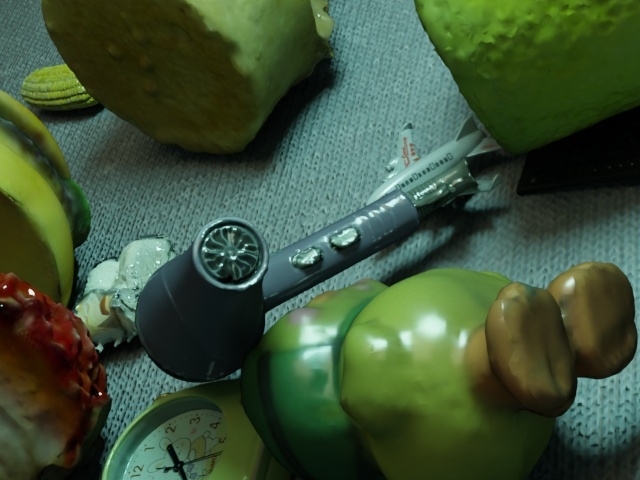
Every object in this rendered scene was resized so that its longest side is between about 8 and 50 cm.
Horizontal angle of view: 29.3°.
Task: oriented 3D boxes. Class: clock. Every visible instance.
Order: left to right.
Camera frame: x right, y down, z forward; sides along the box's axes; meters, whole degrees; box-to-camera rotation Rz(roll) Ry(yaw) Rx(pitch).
[{"bbox_3d":[-0.136,0.221,1.162,0.232,0.069,0.170,-11,45,30],"label":"clock"}]

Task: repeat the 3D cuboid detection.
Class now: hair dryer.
[{"bbox_3d":[0.000,0.000,1.129,0.361,0.121,0.301,-29,-9,-20],"label":"hair dryer"}]

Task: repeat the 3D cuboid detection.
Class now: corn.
[{"bbox_3d":[-0.371,-0.228,1.799,0.165,0.063,0.085,4,63,42],"label":"corn"}]

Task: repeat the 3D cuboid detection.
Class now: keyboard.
[{"bbox_3d":[0.358,-0.099,1.132,0.381,0.041,0.103,-3,49,35],"label":"keyboard"}]

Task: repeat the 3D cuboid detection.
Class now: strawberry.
[{"bbox_3d":[-0.363,0.114,1.239,0.265,0.336,0.149,-38,11,20],"label":"strawberry"}]

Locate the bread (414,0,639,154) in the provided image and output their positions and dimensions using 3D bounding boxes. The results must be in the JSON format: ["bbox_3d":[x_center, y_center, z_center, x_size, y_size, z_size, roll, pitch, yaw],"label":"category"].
[{"bbox_3d":[0.241,-0.267,1.163,0.308,0.348,0.348,-28,39,19],"label":"bread"}]

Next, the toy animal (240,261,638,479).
[{"bbox_3d":[0.082,0.123,0.995,0.338,0.191,0.216,-12,5,42],"label":"toy animal"}]

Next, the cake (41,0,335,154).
[{"bbox_3d":[-0.130,-0.313,1.507,0.332,0.332,0.321,4,48,39],"label":"cake"}]

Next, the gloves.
[{"bbox_3d":[-0.222,0.055,1.395,0.114,0.070,0.153,-22,33,30],"label":"gloves"}]

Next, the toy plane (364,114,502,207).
[{"bbox_3d":[0.111,-0.064,1.265,0.171,0.065,0.162,-43,39,-7],"label":"toy plane"}]

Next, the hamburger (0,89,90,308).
[{"bbox_3d":[-0.458,-0.014,1.392,0.396,0.395,0.277,-30,32,8],"label":"hamburger"}]
